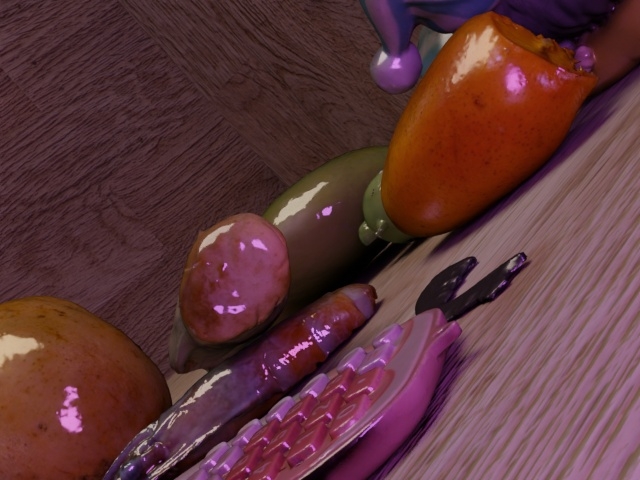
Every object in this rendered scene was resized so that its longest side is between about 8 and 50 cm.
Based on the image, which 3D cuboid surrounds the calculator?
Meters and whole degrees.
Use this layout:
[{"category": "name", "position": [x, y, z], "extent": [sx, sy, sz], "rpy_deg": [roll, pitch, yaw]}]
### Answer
[{"category": "calculator", "position": [-0.048, 0.147, 0.718], "extent": [0.329, 0.048, 0.220], "rpy_deg": [-39, 2, 18]}]

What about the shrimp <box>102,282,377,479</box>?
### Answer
[{"category": "shrimp", "position": [-0.075, 0.139, 1.168], "extent": [0.317, 0.062, 0.164], "rpy_deg": [-39, -3, -14]}]

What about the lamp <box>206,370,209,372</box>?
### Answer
[{"category": "lamp", "position": [-0.102, 0.135, 1.837], "extent": [0.050, 0.056, 0.198], "rpy_deg": [-44, -3, 35]}]

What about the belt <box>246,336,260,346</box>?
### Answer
[{"category": "belt", "position": [-0.082, 0.103, 1.709], "extent": [0.198, 0.078, 0.151], "rpy_deg": [-41, 5, -42]}]

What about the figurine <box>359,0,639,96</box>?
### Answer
[{"category": "figurine", "position": [0.113, -0.280, 1.244], "extent": [0.361, 0.377, 0.266], "rpy_deg": [-50, 27, 46]}]

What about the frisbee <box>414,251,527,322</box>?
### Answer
[{"category": "frisbee", "position": [0.074, 0.048, 0.843], "extent": [0.211, 0.012, 0.187], "rpy_deg": [-43, 3, -41]}]

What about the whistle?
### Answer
[{"category": "whistle", "position": [0.118, -0.070, 1.410], "extent": [0.227, 0.085, 0.105], "rpy_deg": [-46, 4, -38]}]

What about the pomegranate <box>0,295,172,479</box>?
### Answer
[{"category": "pomegranate", "position": [-0.273, 0.192, 1.290], "extent": [0.260, 0.260, 0.260], "rpy_deg": [-42, 2, 2]}]

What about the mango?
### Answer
[{"category": "mango", "position": [0.129, -0.091, 1.137], "extent": [0.252, 0.126, 0.154], "rpy_deg": [-53, 14, 45]}]

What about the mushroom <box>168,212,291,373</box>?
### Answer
[{"category": "mushroom", "position": [-0.087, 0.055, 1.165], "extent": [0.123, 0.095, 0.351], "rpy_deg": [-51, -2, -16]}]

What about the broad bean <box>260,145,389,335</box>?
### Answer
[{"category": "broad bean", "position": [0.000, 0.001, 1.529], "extent": [0.291, 0.119, 0.238], "rpy_deg": [-43, -16, 18]}]
